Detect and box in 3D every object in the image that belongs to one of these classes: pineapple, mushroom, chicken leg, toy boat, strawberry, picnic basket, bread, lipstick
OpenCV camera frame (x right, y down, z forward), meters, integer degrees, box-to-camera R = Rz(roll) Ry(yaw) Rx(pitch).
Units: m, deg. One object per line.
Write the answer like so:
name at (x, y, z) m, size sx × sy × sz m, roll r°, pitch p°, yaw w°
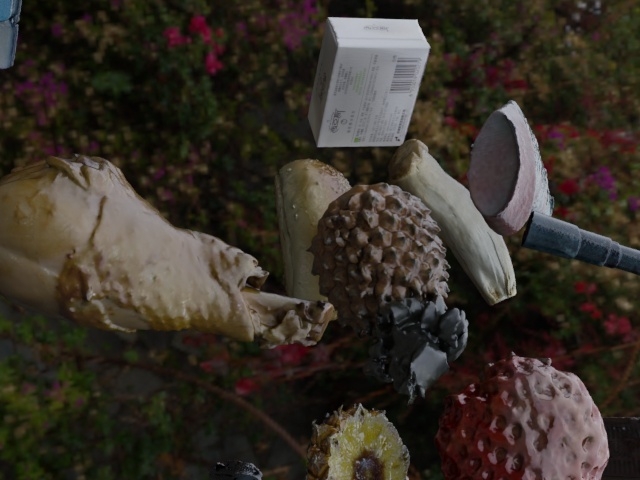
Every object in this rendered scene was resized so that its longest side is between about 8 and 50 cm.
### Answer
pineapple at (0.058, 0.336, 1.490) m, size 0.047 × 0.221 × 0.221 m, roll -10°, pitch -89°, yaw 46°
mushroom at (0.249, -0.032, 1.954) m, size 0.095 × 0.123 × 0.351 m, roll -32°, pitch -79°, yaw 40°
chicken leg at (-0.189, 0.036, 1.208) m, size 0.295 × 0.409 × 0.182 m, roll 139°, pitch -35°, yaw -71°
toy boat at (0.314, -0.098, 1.624) m, size 0.096 × 0.282 × 0.206 m, roll -3°, pitch -100°, yaw 31°
pineapple at (0.121, 0.096, 1.598) m, size 0.223 × 0.223 × 0.357 m, roll 99°, pitch -24°, yaw -46°
strawberry at (0.306, 0.324, 1.503) m, size 0.149 × 0.265 × 0.336 m, roll -39°, pitch -148°, yaw 49°
picnic basket at (0.655, 0.457, 2.240) m, size 0.222 × 0.297 × 0.129 m, roll 39°, pitch 52°, yaw -53°
bread at (0.000, 0.000, 1.932) m, size 0.305 × 0.159 × 0.305 m, roll 173°, pitch -90°, yaw -85°
lipstick at (0.399, 0.021, 1.466) m, size 0.053 × 0.234 × 0.053 m, roll 19°, pitch 90°, yaw -85°

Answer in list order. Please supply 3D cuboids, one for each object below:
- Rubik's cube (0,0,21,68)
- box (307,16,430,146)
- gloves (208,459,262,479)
Rubik's cube at (-0.660, -0.444, 1.666) m, size 0.358 × 0.368 × 0.387 m, roll -118°, pitch -142°, yaw -54°
box at (0.093, -0.318, 2.142) m, size 0.260 × 0.194 × 0.111 m, roll 105°, pitch -22°, yaw -45°
gloves at (-0.178, 0.527, 2.256) m, size 0.181 × 0.106 × 0.129 m, roll -162°, pitch -120°, yaw -78°
